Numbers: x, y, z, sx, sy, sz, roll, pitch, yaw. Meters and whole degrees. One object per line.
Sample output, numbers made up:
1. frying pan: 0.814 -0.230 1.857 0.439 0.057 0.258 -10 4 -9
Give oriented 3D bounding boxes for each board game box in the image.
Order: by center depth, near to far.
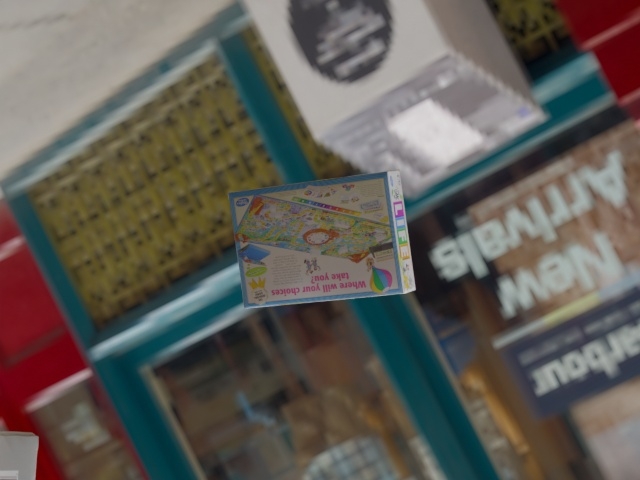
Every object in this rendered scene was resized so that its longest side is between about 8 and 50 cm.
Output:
1. board game box: 0.000 0.000 1.511 0.154 0.103 0.026 -6 -177 27

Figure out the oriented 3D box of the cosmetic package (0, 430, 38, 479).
1. cosmetic package: -0.394 0.239 1.682 0.238 0.127 0.107 1 175 31
